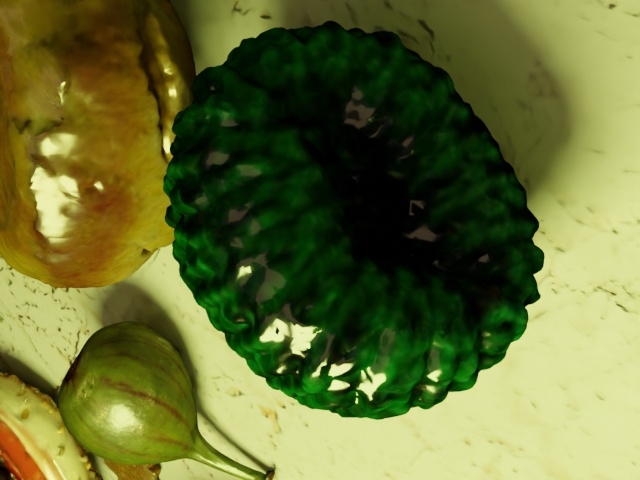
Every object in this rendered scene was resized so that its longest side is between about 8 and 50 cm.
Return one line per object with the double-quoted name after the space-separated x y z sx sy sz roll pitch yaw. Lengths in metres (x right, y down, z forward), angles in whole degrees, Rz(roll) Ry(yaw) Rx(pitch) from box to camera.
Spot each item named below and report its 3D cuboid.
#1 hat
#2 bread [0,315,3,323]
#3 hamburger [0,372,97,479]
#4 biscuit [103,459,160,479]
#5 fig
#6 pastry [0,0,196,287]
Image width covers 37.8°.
0.000 0.000 0.721 0.274 0.242 0.332 68 160 4 "hat"
-0.459 -0.033 0.994 0.160 0.333 0.333 40 141 48 "bread"
-0.466 0.345 1.270 0.330 0.250 0.330 24 131 31 "hamburger"
-0.246 0.290 1.218 0.119 0.019 0.130 5 120 37 "biscuit"
-0.165 0.196 1.048 0.259 0.151 0.151 34 141 -22 "fig"
-0.231 -0.124 0.789 0.356 0.164 0.356 34 134 44 "pastry"
